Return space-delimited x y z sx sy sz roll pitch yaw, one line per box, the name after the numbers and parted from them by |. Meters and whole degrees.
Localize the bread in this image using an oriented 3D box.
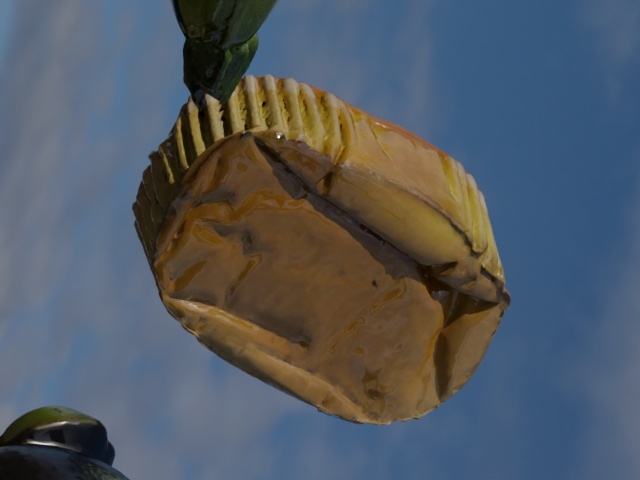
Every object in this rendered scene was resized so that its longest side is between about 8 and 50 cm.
0.000 0.000 1.400 0.204 0.288 0.156 -61 -161 20 | bread

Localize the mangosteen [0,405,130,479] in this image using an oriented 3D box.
-0.191 0.215 1.121 0.243 0.243 0.243 -53 -154 39 | mangosteen

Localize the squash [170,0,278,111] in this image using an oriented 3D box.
-0.032 -0.218 0.986 0.094 0.094 0.341 -98 -156 -53 | squash
